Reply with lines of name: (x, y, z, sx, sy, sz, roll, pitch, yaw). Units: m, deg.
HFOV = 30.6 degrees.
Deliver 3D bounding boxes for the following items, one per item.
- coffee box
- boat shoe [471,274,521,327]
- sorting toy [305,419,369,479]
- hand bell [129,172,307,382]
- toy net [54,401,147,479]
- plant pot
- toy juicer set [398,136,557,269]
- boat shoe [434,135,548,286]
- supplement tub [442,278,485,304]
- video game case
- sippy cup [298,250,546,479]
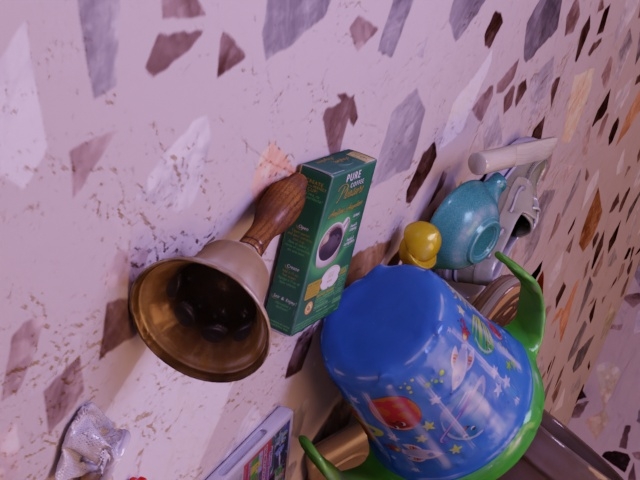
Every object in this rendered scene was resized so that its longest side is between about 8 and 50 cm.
coffee box: (0.000, 0.000, 1.227, 0.113, 0.040, 0.184, -26, 134, -59)
boat shoe: (0.194, 0.175, 1.683, 0.122, 0.110, 0.341, 10, 120, -36)
sorting toy: (0.112, 0.285, 1.619, 0.307, 0.041, 0.229, -27, 140, -20)
hand bell: (-0.062, 0.003, 1.052, 0.242, 0.126, 0.126, -60, 160, -51)
toy net: (-0.181, 0.231, 1.035, 0.122, 0.045, 0.232, -41, 146, -46)
plant pot: (0.357, 0.458, 2.171, 0.280, 0.323, 0.323, -52, 158, 6)
toy juicer set: (0.169, -0.024, 1.535, 0.209, 0.089, 0.329, 15, 107, -57)
boat shoe: (0.275, -0.037, 1.736, 0.302, 0.094, 0.109, -52, 153, -32)
supplement tub: (0.208, 0.097, 1.743, 0.071, 0.071, 0.107, -48, 151, -38)
video game case: (-0.094, 0.314, 1.338, 0.183, 0.023, 0.201, -40, 144, -48)
sippy cup: (0.118, 0.150, 1.387, 0.224, 0.240, 0.305, 51, 49, -41)
